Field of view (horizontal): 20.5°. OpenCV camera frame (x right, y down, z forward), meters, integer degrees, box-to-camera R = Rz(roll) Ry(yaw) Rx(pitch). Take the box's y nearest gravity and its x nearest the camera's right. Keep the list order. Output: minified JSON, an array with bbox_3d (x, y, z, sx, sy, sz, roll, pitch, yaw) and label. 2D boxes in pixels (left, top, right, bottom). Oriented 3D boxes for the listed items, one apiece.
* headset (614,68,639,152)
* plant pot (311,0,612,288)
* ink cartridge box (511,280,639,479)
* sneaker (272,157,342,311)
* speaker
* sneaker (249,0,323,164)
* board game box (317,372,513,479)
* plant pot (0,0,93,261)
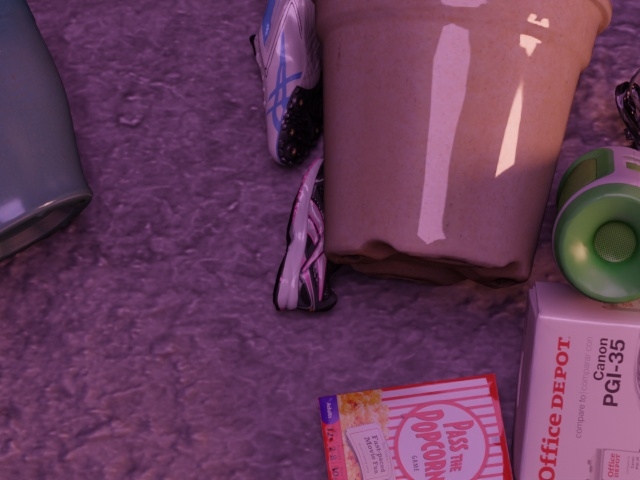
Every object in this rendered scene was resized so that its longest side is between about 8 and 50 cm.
[{"bbox_3d":[0.522,-0.182,1.937,0.394,0.243,0.185,-13,89,12],"label":"headset"},{"bbox_3d":[0.128,-0.115,1.886,0.334,0.334,0.305,7,81,5],"label":"plant pot"},{"bbox_3d":[0.346,0.165,1.807,0.283,0.117,0.207,5,106,3],"label":"ink cartridge box"},{"bbox_3d":[0.000,0.000,1.964,0.077,0.072,0.178,13,78,-6],"label":"sneaker"},{"bbox_3d":[0.302,-0.021,1.821,0.131,0.296,0.131,2,101,8],"label":"speaker"},{"bbox_3d":[-0.041,-0.196,2.033,0.086,0.085,0.237,-6,70,28],"label":"sneaker"},{"bbox_3d":[0.102,0.228,1.876,0.193,0.045,0.146,-8,69,-1],"label":"board game box"},{"bbox_3d":[-0.387,-0.110,1.920,0.272,0.271,0.255,-29,85,-9],"label":"plant pot"}]
